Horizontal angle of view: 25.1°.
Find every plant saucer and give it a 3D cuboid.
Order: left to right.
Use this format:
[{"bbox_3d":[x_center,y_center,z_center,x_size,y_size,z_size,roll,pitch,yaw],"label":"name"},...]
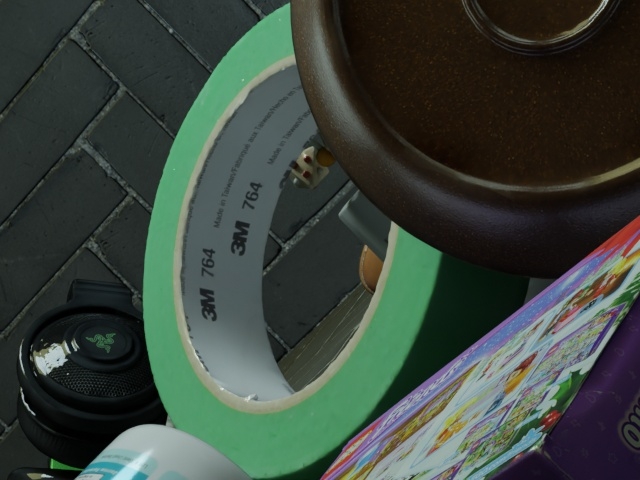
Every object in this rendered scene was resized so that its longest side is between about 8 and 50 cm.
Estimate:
[{"bbox_3d":[0.118,-0.135,0.736,0.310,0.310,0.050,-45,-17,15],"label":"plant saucer"}]

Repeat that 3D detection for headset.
[{"bbox_3d":[-0.166,0.181,1.187,0.394,0.185,0.243,-118,36,-70],"label":"headset"}]

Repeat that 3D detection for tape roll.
[{"bbox_3d":[0.000,0.000,0.948,0.077,0.321,0.321,13,-44,-38],"label":"tape roll"}]

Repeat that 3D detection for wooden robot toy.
[{"bbox_3d":[0.038,-0.079,1.052,0.173,0.076,0.079,-46,37,24],"label":"wooden robot toy"}]

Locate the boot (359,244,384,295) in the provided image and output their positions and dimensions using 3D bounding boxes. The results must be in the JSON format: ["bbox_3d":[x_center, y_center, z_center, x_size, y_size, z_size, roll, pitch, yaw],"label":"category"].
[{"bbox_3d":[0.157,-0.020,1.767,0.283,0.109,0.220,-38,5,8],"label":"boot"}]

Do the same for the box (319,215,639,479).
[{"bbox_3d":[0.059,0.103,0.600,0.293,0.057,0.201,-45,1,45],"label":"box"}]

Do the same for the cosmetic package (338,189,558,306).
[{"bbox_3d":[0.199,-0.110,1.106,0.365,0.155,0.197,-45,0,-11],"label":"cosmetic package"}]

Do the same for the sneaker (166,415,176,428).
[{"bbox_3d":[-0.093,0.215,1.282,0.126,0.127,0.321,-3,1,-29],"label":"sneaker"}]

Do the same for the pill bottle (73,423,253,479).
[{"bbox_3d":[-0.142,0.240,0.824,0.264,0.146,0.146,-45,0,-34],"label":"pill bottle"}]
